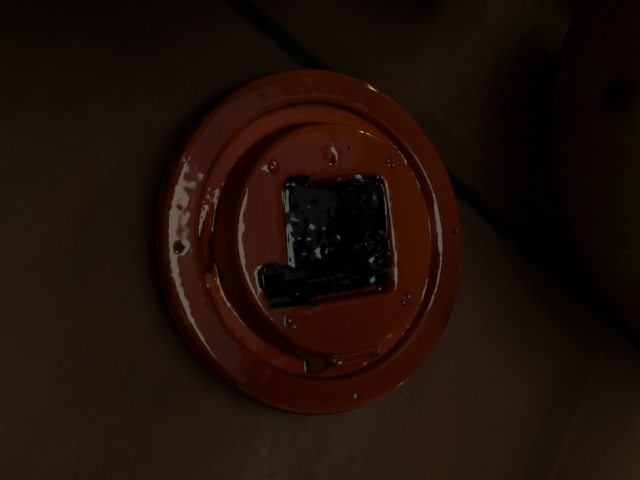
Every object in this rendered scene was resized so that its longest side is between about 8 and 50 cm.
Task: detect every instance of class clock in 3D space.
[{"bbox_3d":[0.000,0.000,0.578,0.205,0.051,0.205,3,85,-31],"label":"clock"}]

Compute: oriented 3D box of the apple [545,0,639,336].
[{"bbox_3d":[0.314,-0.077,0.621,0.348,0.348,0.277,27,30,-26],"label":"apple"}]
